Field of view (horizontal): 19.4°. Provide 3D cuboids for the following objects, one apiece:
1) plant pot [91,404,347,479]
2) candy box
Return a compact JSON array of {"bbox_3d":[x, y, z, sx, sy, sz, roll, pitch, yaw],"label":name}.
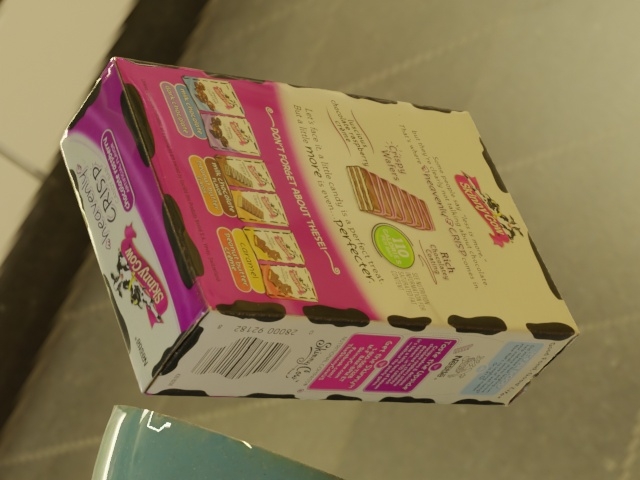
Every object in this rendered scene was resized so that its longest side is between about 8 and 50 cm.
[{"bbox_3d":[-0.024,0.239,1.084,0.290,0.290,0.195,2,67,61],"label":"plant pot"},{"bbox_3d":[0.000,0.000,0.947,0.071,0.233,0.159,-51,47,37],"label":"candy box"}]
